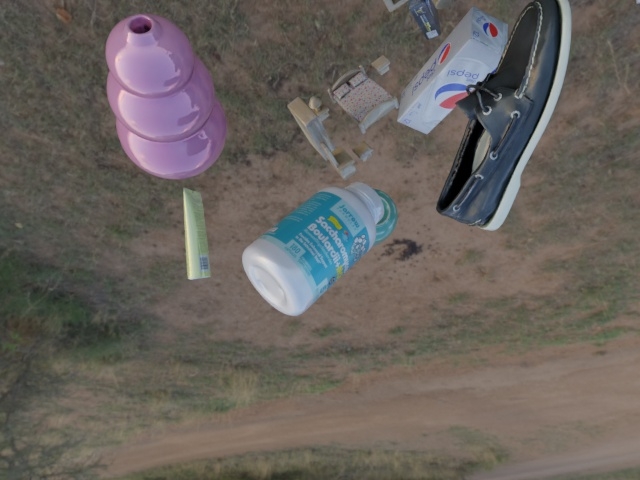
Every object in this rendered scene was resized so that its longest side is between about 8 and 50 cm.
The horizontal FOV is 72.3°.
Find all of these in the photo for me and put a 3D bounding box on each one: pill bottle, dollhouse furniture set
[{"bbox_3d":[0.000,0.000,0.787,0.146,0.264,0.146,34,149,25],"label":"pill bottle"},{"bbox_3d":[0.109,-0.410,1.282,0.355,0.303,0.174,-38,146,2],"label":"dollhouse furniture set"}]

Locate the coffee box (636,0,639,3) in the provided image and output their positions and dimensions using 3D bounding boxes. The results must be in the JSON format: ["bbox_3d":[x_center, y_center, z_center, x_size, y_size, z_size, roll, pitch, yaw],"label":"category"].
[{"bbox_3d":[0.638,-0.619,0.803,0.118,0.168,0.297,-7,163,34],"label":"coffee box"}]

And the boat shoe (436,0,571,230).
[{"bbox_3d":[0.249,-0.175,0.646,0.113,0.127,0.340,6,125,-3],"label":"boat shoe"}]

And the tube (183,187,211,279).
[{"bbox_3d":[-0.335,-0.017,1.178,0.062,0.240,0.070,-4,177,-30],"label":"tube"}]

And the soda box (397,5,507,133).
[{"bbox_3d":[0.284,-0.364,0.982,0.091,0.098,0.286,19,155,-14],"label":"soda box"}]

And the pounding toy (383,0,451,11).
[{"bbox_3d":[0.176,-0.501,0.769,0.181,0.094,0.206,-29,159,20],"label":"pounding toy"}]

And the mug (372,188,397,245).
[{"bbox_3d":[0.115,-0.043,1.028,0.129,0.158,0.097,3,165,-7],"label":"mug"}]

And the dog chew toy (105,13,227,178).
[{"bbox_3d":[-0.278,-0.250,0.779,0.206,0.207,0.332,2,160,-6],"label":"dog chew toy"}]

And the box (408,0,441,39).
[{"bbox_3d":[0.352,-0.833,1.507,0.059,0.184,0.232,-9,172,27],"label":"box"}]

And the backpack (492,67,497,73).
[{"bbox_3d":[0.666,-0.674,1.650,0.120,0.101,0.098,-20,-177,-13],"label":"backpack"}]
